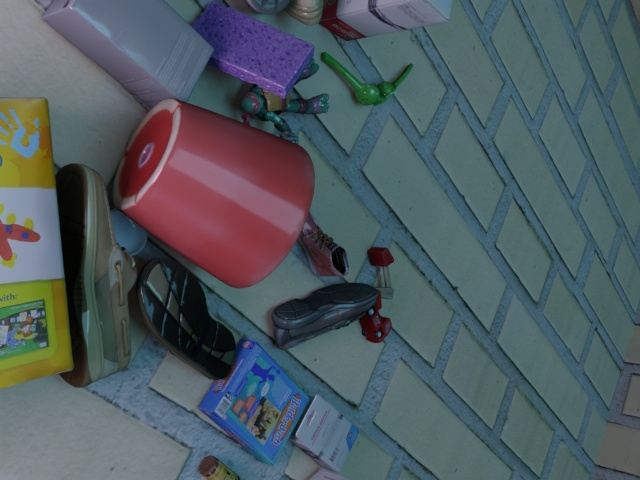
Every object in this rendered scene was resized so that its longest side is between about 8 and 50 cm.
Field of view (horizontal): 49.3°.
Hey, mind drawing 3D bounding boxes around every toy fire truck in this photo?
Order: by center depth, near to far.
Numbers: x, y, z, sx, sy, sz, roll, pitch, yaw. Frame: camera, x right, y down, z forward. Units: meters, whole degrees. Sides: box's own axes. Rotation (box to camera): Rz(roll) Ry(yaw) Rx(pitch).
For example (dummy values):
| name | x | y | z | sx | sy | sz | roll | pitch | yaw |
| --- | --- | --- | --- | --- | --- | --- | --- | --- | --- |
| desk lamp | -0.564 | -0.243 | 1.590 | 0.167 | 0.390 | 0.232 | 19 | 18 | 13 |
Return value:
| name | x | y | z | sx | sy | sz | roll | pitch | yaw |
| --- | --- | --- | --- | --- | --- | --- | --- | --- | --- |
| toy fire truck | 0.133 | 0.127 | 1.625 | 0.135 | 0.047 | 0.192 | -39 | 119 | -37 |

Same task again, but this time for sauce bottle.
| name | x | y | z | sx | sy | sz | roll | pitch | yaw |
| --- | --- | --- | --- | --- | --- | --- | --- | --- | --- |
| sauce bottle | -0.178 | 0.454 | 1.323 | 0.128 | 0.042 | 0.042 | 50 | 58 | -35 |

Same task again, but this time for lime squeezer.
| name | x | y | z | sx | sy | sz | roll | pitch | yaw |
| --- | --- | --- | --- | --- | --- | --- | --- | --- | --- |
| lime squeezer | 0.121 | -0.358 | 1.590 | 0.310 | 0.059 | 0.110 | -9 | 69 | -44 |

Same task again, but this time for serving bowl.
| name | x | y | z | sx | sy | sz | roll | pitch | yaw |
| --- | --- | --- | --- | --- | --- | --- | --- | --- | --- |
| serving bowl | -0.325 | -0.015 | 1.142 | 0.083 | 0.027 | 0.084 | 13 | 73 | -51 |

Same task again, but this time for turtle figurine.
| name | x | y | z | sx | sy | sz | roll | pitch | yaw |
| --- | --- | --- | --- | --- | --- | --- | --- | --- | --- |
| turtle figurine | -0.077 | -0.275 | 1.329 | 0.234 | 0.118 | 0.175 | -34 | 127 | -51 |

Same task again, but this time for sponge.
| name | x | y | z | sx | sy | sz | roll | pitch | yaw |
| --- | --- | --- | --- | --- | --- | --- | --- | --- | --- |
| sponge | -0.129 | -0.339 | 1.228 | 0.117 | 0.210 | 0.031 | -61 | 172 | -26 |

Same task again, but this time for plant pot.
| name | x | y | z | sx | sy | sz | roll | pitch | yaw |
| --- | --- | --- | --- | --- | --- | --- | --- | --- | --- |
| plant pot | -0.186 | -0.090 | 1.144 | 0.243 | 0.274 | 0.275 | 27 | 73 | -34 |

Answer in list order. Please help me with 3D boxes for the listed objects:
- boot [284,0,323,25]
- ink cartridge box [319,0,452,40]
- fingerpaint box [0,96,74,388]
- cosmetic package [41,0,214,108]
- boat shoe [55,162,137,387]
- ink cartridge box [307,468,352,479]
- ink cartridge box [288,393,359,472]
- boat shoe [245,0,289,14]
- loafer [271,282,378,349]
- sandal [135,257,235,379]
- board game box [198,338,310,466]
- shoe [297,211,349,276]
| name | x | y | z | sx | sy | sz | roll | pitch | yaw |
| --- | --- | --- | --- | --- | --- | --- | --- | --- | --- |
| boot | -0.059 | -0.561 | 1.331 | 0.095 | 0.262 | 0.203 | -22 | 151 | -11 |
| ink cartridge box | 0.139 | -0.538 | 1.424 | 0.114 | 0.272 | 0.197 | 17 | 81 | -45 |
| fingerpaint box | -0.548 | 0.018 | 0.816 | 0.444 | 0.163 | 0.372 | -12 | 102 | -46 |
| cosmetic package | -0.298 | -0.327 | 1.104 | 0.238 | 0.107 | 0.127 | 40 | 64 | -37 |
| boat shoe | -0.349 | 0.049 | 1.071 | 0.110 | 0.121 | 0.341 | -13 | 112 | -50 |
| ink cartridge box | -0.041 | 0.704 | 1.393 | 0.394 | 0.166 | 0.286 | -29 | 112 | -41 |
| ink cartridge box | -0.003 | 0.406 | 1.491 | 0.180 | 0.060 | 0.104 | 50 | 59 | -36 |
| boat shoe | -0.159 | -0.557 | 1.248 | 0.118 | 0.103 | 0.321 | -36 | 115 | -13 |
| loafer | 0.008 | 0.157 | 1.476 | 0.267 | 0.096 | 0.084 | -13 | 120 | -36 |
| sandal | -0.243 | 0.149 | 1.212 | 0.120 | 0.086 | 0.303 | -62 | 146 | -31 |
| board game box | -0.124 | 0.319 | 1.367 | 0.210 | 0.047 | 0.160 | 53 | 56 | -34 |
| shoe | 0.000 | 0.000 | 1.451 | 0.063 | 0.081 | 0.178 | -43 | 122 | -36 |
